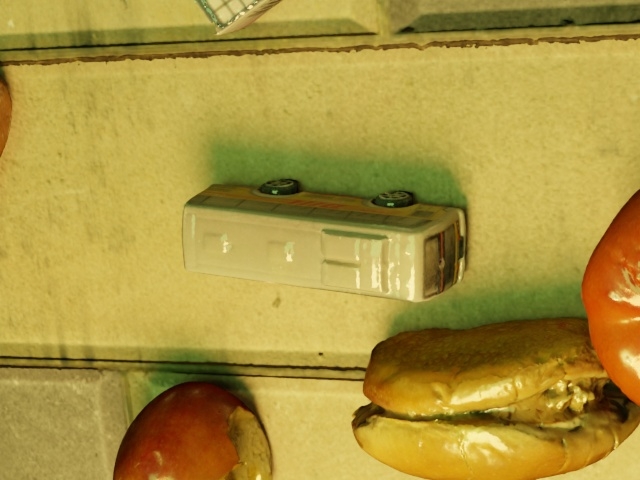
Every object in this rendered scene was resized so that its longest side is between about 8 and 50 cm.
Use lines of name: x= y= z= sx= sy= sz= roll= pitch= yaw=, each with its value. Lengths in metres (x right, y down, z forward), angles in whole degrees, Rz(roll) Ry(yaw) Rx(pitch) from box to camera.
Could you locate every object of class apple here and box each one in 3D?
apple: x=-0.137 y=0.229 z=1.898 sx=0.147 sy=0.158 sz=0.156 roll=37 pitch=120 yaw=13

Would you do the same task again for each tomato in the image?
tomato: x=0.353 y=0.042 z=1.613 sx=0.259 sy=0.180 sz=0.260 roll=6 pitch=104 yaw=23

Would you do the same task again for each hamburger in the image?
hamburger: x=0.147 y=0.159 z=1.753 sx=0.283 sy=0.156 sz=0.144 roll=-7 pitch=102 yaw=23

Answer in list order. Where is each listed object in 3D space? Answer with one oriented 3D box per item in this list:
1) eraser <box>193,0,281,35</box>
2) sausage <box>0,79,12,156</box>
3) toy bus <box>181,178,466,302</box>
eraser: x=-0.012 y=-0.317 z=1.730 sx=0.287 sy=0.086 sz=0.130 roll=-32 pitch=92 yaw=28
sausage: x=-0.390 y=-0.054 z=1.967 sx=0.109 sy=0.109 sz=0.271 roll=27 pitch=114 yaw=15
toy bus: x=0.000 y=0.000 z=1.801 sx=0.268 sy=0.106 sz=0.092 roll=7 pitch=109 yaw=22
